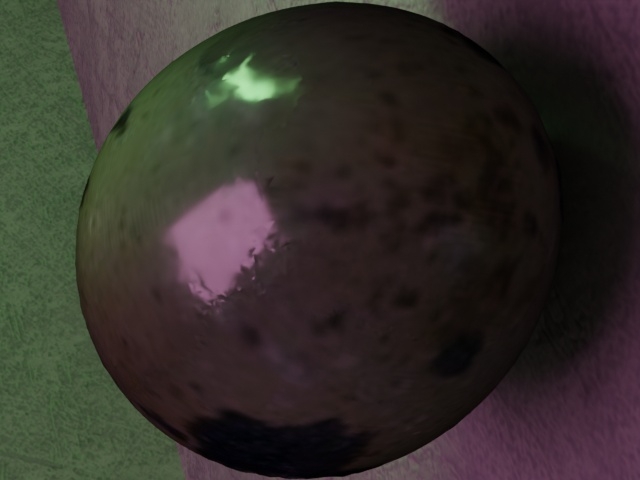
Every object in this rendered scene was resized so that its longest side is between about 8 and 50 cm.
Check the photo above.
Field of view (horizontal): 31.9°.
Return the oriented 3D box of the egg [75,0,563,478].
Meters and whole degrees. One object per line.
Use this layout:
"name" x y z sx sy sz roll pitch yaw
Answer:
"egg" 0.000 0.000 0.839 0.428 0.345 0.344 -34 67 53
